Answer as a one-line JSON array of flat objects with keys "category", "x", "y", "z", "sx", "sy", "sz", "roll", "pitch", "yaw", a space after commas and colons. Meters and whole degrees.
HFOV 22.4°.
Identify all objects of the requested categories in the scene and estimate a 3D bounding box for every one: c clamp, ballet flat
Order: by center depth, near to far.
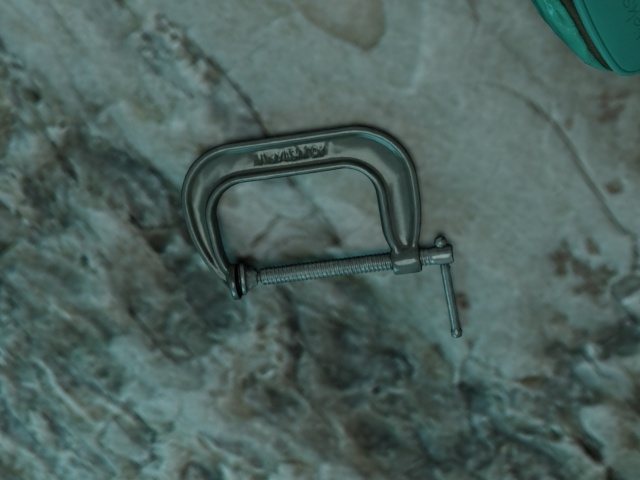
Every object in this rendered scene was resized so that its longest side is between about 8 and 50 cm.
[{"category": "ballet flat", "x": 0.110, "y": -0.170, "z": 0.777, "sx": 0.083, "sy": 0.087, "sz": 0.247, "roll": -40, "pitch": 145, "yaw": -1}, {"category": "c clamp", "x": 0.000, "y": 0.000, "z": 0.946, "sx": 0.161, "sy": 0.022, "sz": 0.137, "roll": -2, "pitch": 113, "yaw": 6}]
